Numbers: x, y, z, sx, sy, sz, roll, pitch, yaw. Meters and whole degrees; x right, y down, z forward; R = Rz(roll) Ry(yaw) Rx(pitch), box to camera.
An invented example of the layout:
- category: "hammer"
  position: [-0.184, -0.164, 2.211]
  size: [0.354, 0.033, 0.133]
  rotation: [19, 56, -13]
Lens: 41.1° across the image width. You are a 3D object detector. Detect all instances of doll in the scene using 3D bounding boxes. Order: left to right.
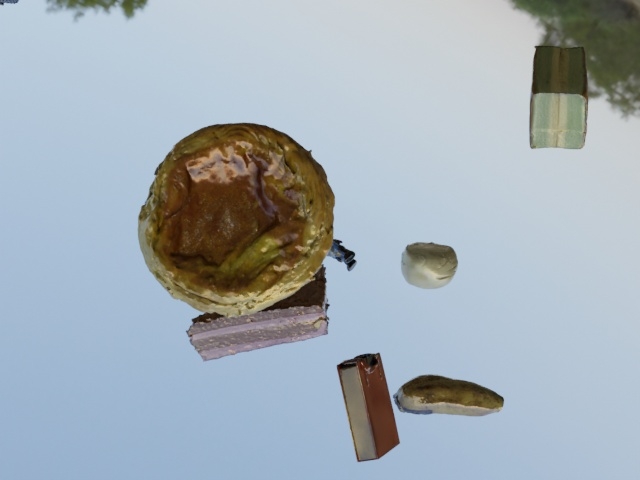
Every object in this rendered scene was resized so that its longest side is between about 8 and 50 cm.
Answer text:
- category: "doll"
  position: [0.000, 0.000, 1.963]
  size: [0.195, 0.096, 0.070]
  rotation: [33, -117, 25]

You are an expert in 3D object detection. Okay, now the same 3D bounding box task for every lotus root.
- category: "lotus root"
  position: [0.301, 0.368, 2.021]
  size: [0.258, 0.097, 0.110]
  rotation: [5, 176, -2]

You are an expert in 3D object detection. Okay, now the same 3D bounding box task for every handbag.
- category: "handbag"
  position: [0.092, 0.315, 1.639]
  size: [0.127, 0.063, 0.190]
  rotation: [-5, -98, -65]

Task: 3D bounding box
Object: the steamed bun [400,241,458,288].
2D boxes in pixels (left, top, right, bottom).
- category: "steamed bun"
  position: [0.225, 0.056, 1.765]
  size: [0.112, 0.091, 0.130]
  rotation: [9, -167, 22]

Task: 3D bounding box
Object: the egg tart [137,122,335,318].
- category: "egg tart"
  position: [-0.144, -0.034, 1.505]
  size: [0.352, 0.352, 0.150]
  rotation: [35, 175, 4]

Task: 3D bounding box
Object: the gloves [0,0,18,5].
- category: "gloves"
  position: [-0.564, -0.395, 1.298]
  size: [0.129, 0.106, 0.181]
  rotation: [38, -151, 24]

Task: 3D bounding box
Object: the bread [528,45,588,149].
- category: "bread"
  position: [0.315, -0.193, 1.130]
  size: [0.074, 0.084, 0.139]
  rotation: [2, -141, 13]

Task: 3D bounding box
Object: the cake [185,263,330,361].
- category: "cake"
  position: [-0.105, 0.154, 1.628]
  size: [0.295, 0.116, 0.113]
  rotation: [-19, -141, -7]
